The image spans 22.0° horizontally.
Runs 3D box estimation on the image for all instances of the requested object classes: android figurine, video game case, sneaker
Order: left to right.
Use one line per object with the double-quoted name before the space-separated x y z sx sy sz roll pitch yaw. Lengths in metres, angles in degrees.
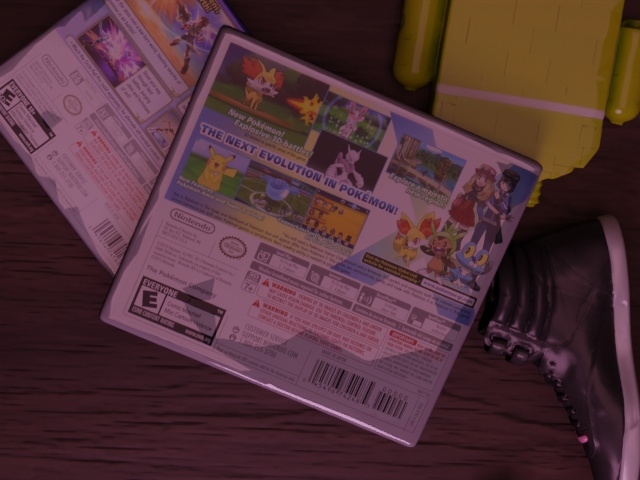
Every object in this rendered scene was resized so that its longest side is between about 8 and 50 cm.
"video game case" -0.154 -0.110 1.565 0.244 0.061 0.269 -36 99 4
"video game case" 0.000 0.000 1.544 0.329 0.036 0.300 23 98 -7
"android figurine" 0.195 -0.170 1.579 0.248 0.056 0.273 7 97 -5
"sneaker" 0.231 0.128 1.607 0.146 0.104 0.296 -6 93 -1
